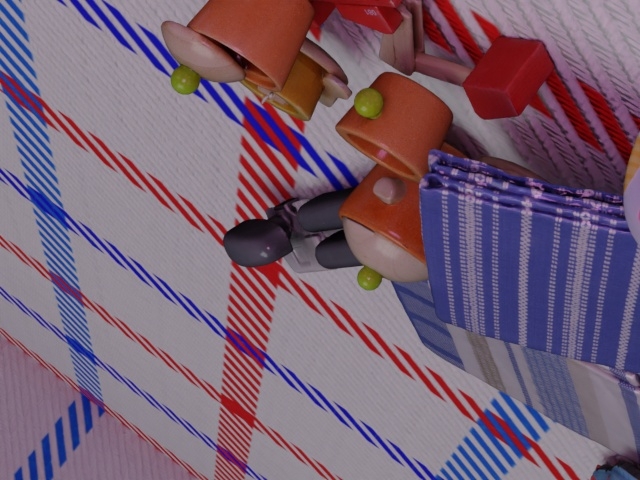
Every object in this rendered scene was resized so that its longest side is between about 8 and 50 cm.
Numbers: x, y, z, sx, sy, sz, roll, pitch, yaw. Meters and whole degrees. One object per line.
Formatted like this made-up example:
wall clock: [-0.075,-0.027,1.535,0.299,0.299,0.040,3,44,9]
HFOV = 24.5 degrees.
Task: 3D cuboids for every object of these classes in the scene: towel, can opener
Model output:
towel: [0.234,0.036,0.979,0.336,0.040,0.243,13,156,14]
towel: [0.189,0.103,1.337,0.285,0.034,0.209,27,160,32]
can opener: [0.000,0.000,1.342,0.074,0.093,0.280,62,156,-8]

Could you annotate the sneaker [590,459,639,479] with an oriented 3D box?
sneaker: [0.282,0.283,1.401,0.104,0.125,0.262,29,172,16]

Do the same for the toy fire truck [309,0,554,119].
toy fire truck: [0.051,-0.149,0.995,0.192,0.047,0.135,15,152,49]

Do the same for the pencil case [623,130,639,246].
pencil case: [0.229,-0.080,0.753,0.113,0.124,0.273,-6,156,-1]

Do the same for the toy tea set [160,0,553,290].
toy tea set: [0.014,-0.057,1.047,0.336,0.124,0.200,34,174,-23]
